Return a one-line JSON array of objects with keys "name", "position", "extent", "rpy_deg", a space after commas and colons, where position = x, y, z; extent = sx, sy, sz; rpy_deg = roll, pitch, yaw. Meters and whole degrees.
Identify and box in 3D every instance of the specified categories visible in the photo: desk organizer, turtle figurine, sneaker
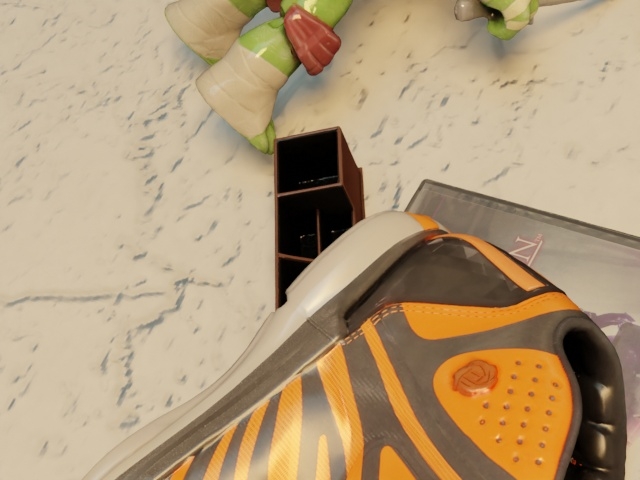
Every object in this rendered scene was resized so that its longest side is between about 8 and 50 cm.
[{"name": "desk organizer", "position": [0.000, 0.000, 0.692], "extent": [0.047, 0.050, 0.130], "rpy_deg": [-10, 57, 12]}, {"name": "turtle figurine", "position": [0.049, -0.174, 0.756], "extent": [0.266, 0.275, 0.198], "rpy_deg": [-41, 77, 15]}, {"name": "sneaker", "position": [0.005, 0.135, 0.491], "extent": [0.180, 0.124, 0.321], "rpy_deg": [31, 78, 41]}]

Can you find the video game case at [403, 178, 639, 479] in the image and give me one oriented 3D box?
[{"name": "video game case", "position": [0.117, 0.083, 0.561], "extent": [0.274, 0.026, 0.196], "rpy_deg": [19, 70, 37]}]
